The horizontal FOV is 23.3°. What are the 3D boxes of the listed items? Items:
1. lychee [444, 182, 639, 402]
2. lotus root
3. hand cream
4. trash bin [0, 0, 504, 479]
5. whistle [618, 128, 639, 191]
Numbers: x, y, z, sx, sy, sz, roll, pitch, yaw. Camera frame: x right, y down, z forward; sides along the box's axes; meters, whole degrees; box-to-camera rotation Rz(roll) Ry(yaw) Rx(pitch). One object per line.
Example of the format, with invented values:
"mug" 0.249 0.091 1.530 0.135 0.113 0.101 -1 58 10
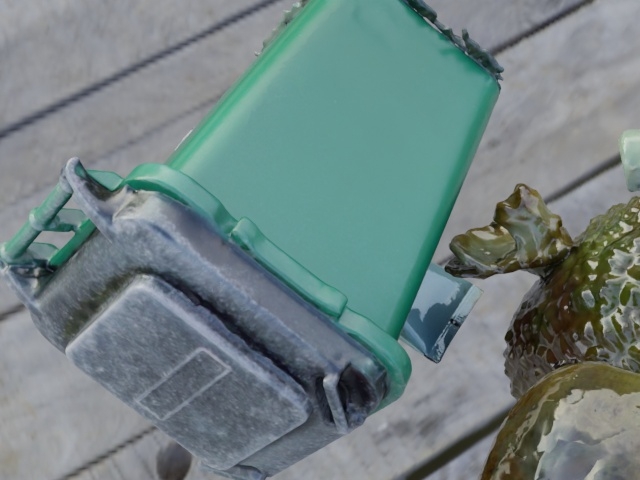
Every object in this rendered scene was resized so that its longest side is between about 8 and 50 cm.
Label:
"lychee" 0.288 0.081 1.373 0.270 0.270 0.320 -30 63 -17
"lotus root" 0.163 0.209 0.954 0.160 0.152 0.275 6 74 33
"hand cream" 0.000 0.000 1.458 0.312 0.070 0.111 34 46 6
"trash bin" -0.042 -0.034 1.262 0.295 0.259 0.381 38 53 -9
"whistle" 0.335 -0.067 1.059 0.258 0.126 0.067 -6 49 17
